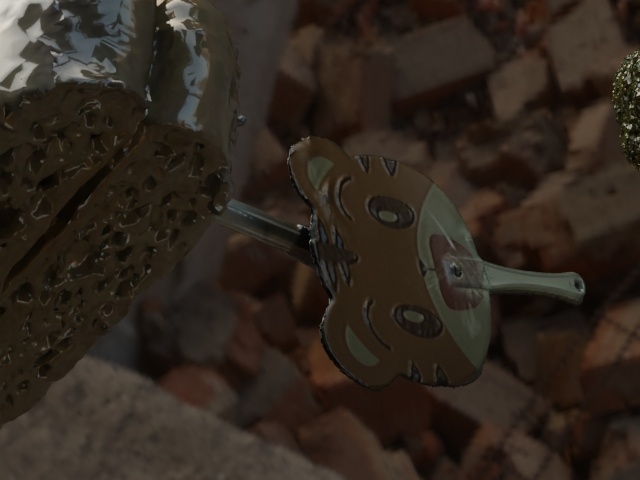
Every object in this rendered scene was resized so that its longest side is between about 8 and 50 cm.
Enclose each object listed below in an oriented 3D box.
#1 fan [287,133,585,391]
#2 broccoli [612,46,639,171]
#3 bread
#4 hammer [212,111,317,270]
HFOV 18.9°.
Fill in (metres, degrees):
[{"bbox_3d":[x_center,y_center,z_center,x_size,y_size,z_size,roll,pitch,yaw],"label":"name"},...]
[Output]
[{"bbox_3d":[0.075,0.020,1.082,0.008,0.226,0.153,-35,59,40],"label":"fan"},{"bbox_3d":[0.266,-0.096,1.339,0.131,0.120,0.130,11,74,38],"label":"broccoli"},{"bbox_3d":[-0.160,-0.001,0.737,0.337,0.102,0.183,-44,37,28],"label":"bread"},{"bbox_3d":[0.000,0.000,1.072,0.103,0.246,0.029,-62,31,12],"label":"hammer"}]
